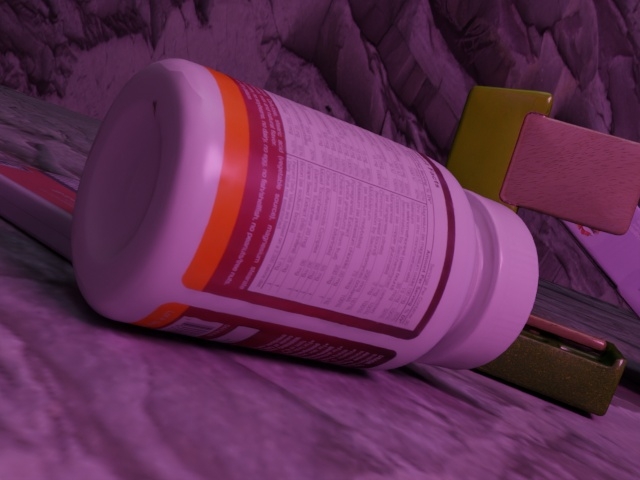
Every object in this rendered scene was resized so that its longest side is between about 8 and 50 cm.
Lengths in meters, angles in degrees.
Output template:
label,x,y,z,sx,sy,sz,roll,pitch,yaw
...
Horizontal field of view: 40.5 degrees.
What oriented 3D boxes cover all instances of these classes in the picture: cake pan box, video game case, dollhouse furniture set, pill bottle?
label,x,y,z,sx,sy,sz,roll,pitch,yaw
cake pan box,0.338,0.059,0.843,0.266,0.070,0.246,54,17,17
video game case,-0.096,0.000,0.631,0.204,0.025,0.285,24,6,42
dollhouse furniture set,0.180,-0.002,0.715,0.151,0.197,0.301,18,5,13
pill bottle,0.000,0.000,0.440,0.221,0.121,0.121,17,6,-35
